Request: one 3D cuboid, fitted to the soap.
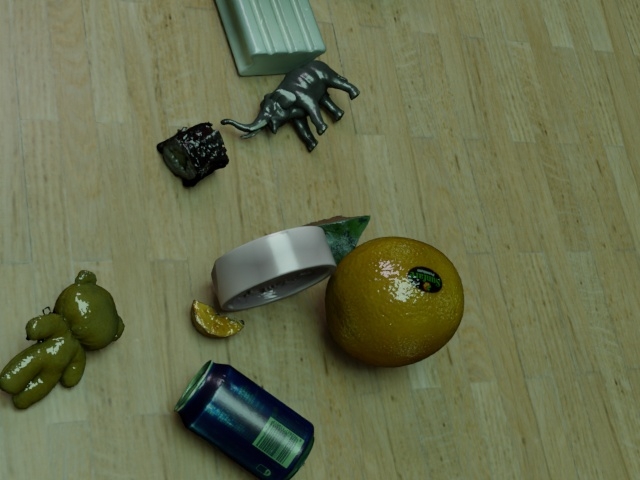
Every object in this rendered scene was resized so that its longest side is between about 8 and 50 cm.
[{"bbox_3d":[-0.109,-0.447,1.813,0.159,0.087,0.265,-10,73,-30],"label":"soap"}]

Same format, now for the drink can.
[{"bbox_3d":[-0.114,0.276,1.465,0.205,0.118,0.118,38,56,-7],"label":"drink can"}]

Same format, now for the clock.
[{"bbox_3d":[-0.076,0.047,1.539,0.197,0.197,0.068,-13,75,-31],"label":"clock"}]

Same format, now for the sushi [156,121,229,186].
[{"bbox_3d":[-0.213,-0.148,1.633,0.084,0.098,0.094,-35,105,-30],"label":"sushi"}]

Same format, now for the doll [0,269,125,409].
[{"bbox_3d":[-0.387,0.147,1.408,0.209,0.097,0.137,-45,130,-27],"label":"doll"}]

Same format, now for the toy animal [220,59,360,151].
[{"bbox_3d":[-0.044,-0.234,1.757,0.137,0.082,0.269,48,60,3],"label":"toy animal"}]

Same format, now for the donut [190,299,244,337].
[{"bbox_3d":[-0.169,0.128,1.552,0.083,0.038,0.067,-5,68,-34],"label":"donut"}]

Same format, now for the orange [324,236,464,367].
[{"bbox_3d":[0.121,0.102,1.605,0.236,0.236,0.236,11,63,-22],"label":"orange"}]

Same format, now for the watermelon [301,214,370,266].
[{"bbox_3d":[0.000,0.003,1.692,0.155,0.080,0.101,-5,106,-31],"label":"watermelon"}]
